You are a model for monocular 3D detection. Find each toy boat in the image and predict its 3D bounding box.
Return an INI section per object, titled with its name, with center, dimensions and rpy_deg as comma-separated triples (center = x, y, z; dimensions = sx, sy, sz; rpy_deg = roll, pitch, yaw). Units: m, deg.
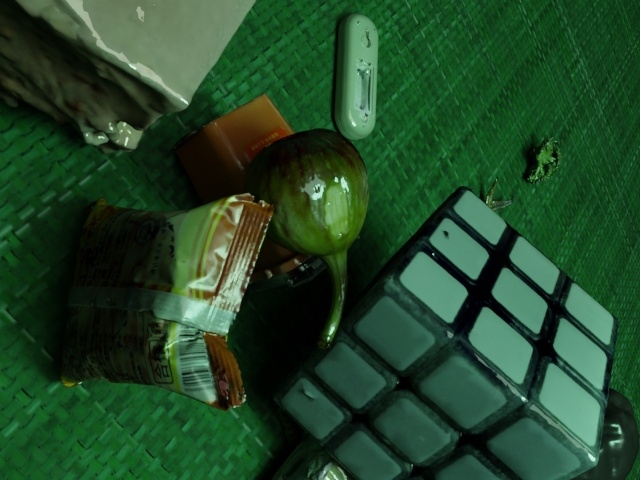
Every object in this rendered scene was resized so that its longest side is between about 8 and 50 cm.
[toy boat]
center = -0.016, 0.261, 0.942
dimensions = 0.115, 0.016, 0.063
rpy_deg = -24, 102, -39

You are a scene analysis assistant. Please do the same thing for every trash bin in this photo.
[trash bin]
center = -0.082, -0.058, 0.822
dimensions = 0.161, 0.184, 0.239
rpy_deg = -38, 100, -36

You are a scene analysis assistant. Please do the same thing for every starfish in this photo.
[starfish]
center = 0.365, -0.073, 1.276
dimensions = 0.133, 0.041, 0.131
rpy_deg = -30, 115, -45

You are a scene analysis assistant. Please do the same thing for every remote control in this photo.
[remote control]
center = 0.064, -0.281, 1.033
dimensions = 0.078, 0.042, 0.222
rpy_deg = 9, 81, -39

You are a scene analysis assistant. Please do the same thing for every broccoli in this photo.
[broccoli]
center = 0.509, -0.183, 1.390
dimensions = 0.092, 0.097, 0.095
rpy_deg = 34, 35, -40

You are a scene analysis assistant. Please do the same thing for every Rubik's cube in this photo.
[Rubik's cube]
center = 0.172, 0.164, 0.826
dimensions = 0.303, 0.305, 0.301
rpy_deg = 41, 40, 6

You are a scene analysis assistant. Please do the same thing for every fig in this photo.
[fig]
center = 0.000, 0.000, 0.682
dimensions = 0.149, 0.149, 0.246
rpy_deg = -23, 103, -39

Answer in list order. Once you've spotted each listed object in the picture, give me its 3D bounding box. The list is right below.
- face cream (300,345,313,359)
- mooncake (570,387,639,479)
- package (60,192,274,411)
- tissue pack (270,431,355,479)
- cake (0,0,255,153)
[face cream]
center = 0.115, 0.227, 1.018
dimensions = 0.341, 0.084, 0.138
rpy_deg = -1, 77, -38
[mooncake]
center = 0.466, 0.363, 1.183
dimensions = 0.283, 0.283, 0.141
rpy_deg = -29, 111, -38
[package]
center = -0.183, 0.052, 0.636
dimensions = 0.108, 0.287, 0.224
rpy_deg = 26, 66, -56
[tissue pack]
center = 0.011, 0.439, 0.874
dimensions = 0.215, 0.123, 0.257
rpy_deg = -46, 115, -18
[cake]
center = -0.238, -0.270, 0.600
dimensions = 0.314, 0.306, 0.293
rpy_deg = 35, 67, -33
